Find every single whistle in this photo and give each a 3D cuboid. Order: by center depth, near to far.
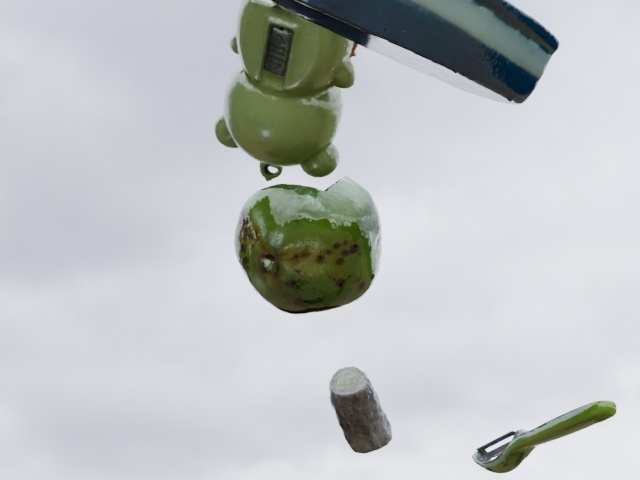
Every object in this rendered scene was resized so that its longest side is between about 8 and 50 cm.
[{"bbox_3d":[-0.024,-0.185,1.307,0.131,0.288,0.106,20,26,14],"label":"whistle"}]

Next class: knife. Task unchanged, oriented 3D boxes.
[{"bbox_3d":[0.151,0.138,0.959,0.022,0.026,0.184,-8,-17,-26],"label":"knife"}]

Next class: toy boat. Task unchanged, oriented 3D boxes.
[{"bbox_3d":[0.040,-0.161,0.919,0.299,0.061,0.096,19,4,-40],"label":"toy boat"}]

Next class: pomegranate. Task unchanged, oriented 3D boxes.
[{"bbox_3d":[0.006,0.008,1.345,0.169,0.122,0.143,3,-54,-43],"label":"pomegranate"}]

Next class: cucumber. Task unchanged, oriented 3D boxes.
[{"bbox_3d":[0.049,0.215,1.757,0.064,0.064,0.112,-6,-61,27],"label":"cucumber"}]
